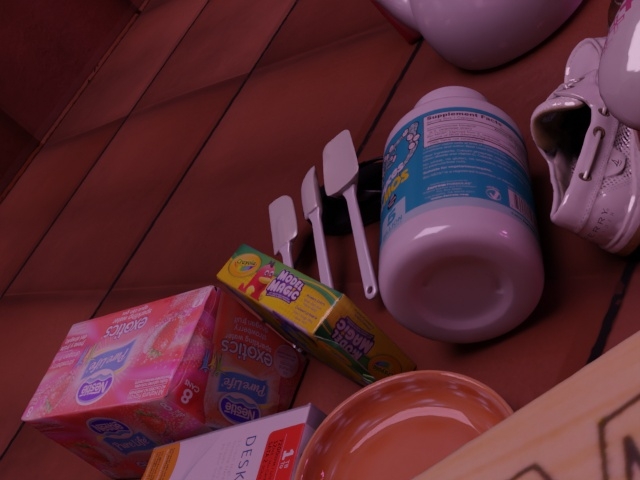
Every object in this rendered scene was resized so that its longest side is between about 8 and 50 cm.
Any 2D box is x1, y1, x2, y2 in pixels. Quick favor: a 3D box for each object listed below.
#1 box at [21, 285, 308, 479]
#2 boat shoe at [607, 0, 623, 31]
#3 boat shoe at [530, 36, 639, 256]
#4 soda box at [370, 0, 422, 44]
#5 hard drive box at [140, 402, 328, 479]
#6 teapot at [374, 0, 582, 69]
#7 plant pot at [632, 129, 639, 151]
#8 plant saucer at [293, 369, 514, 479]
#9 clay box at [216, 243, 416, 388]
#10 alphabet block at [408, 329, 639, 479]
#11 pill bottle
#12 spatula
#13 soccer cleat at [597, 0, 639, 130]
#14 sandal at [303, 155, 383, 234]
[{"bbox_3d":[-0.182,0.169,1.102,0.300,0.154,0.142,-16,41,44],"label":"box"},{"bbox_3d":[0.323,-0.277,0.892,0.123,0.116,0.324,-12,25,33],"label":"boat shoe"},{"bbox_3d":[0.242,-0.108,0.890,0.277,0.096,0.098,-81,11,-47],"label":"boat shoe"},{"bbox_3d":[0.081,-0.402,1.345,0.092,0.263,0.083,-29,34,32],"label":"soda box"},{"bbox_3d":[-0.082,0.269,0.900,0.232,0.089,0.181,-23,37,38],"label":"hard drive box"},{"bbox_3d":[0.202,-0.350,1.191,0.256,0.187,0.252,-51,28,-7],"label":"teapot"},{"bbox_3d":[0.323,-0.098,0.791,0.109,0.096,0.109,-31,32,28],"label":"plant pot"},{"bbox_3d":[0.073,0.196,0.782,0.200,0.037,0.200,-17,42,16],"label":"plant saucer"},{"bbox_3d":[0.000,0.083,0.962,0.053,0.127,0.222,-52,36,-11],"label":"clay box"},{"bbox_3d":[0.180,0.196,0.519,0.197,0.192,0.193,-39,31,19],"label":"alphabet block"},{"bbox_3d":[0.131,-0.040,0.936,0.146,0.146,0.264,-31,31,28],"label":"pill bottle"},{"bbox_3d":[0.000,0.000,1.127,0.168,0.019,0.242,-39,42,31],"label":"spatula"},{"bbox_3d":[0.314,-0.226,0.681,0.116,0.143,0.331,42,90,24],"label":"soccer cleat"},{"bbox_3d":[0.068,-0.069,1.157,0.254,0.054,0.097,-12,44,48],"label":"sandal"}]
